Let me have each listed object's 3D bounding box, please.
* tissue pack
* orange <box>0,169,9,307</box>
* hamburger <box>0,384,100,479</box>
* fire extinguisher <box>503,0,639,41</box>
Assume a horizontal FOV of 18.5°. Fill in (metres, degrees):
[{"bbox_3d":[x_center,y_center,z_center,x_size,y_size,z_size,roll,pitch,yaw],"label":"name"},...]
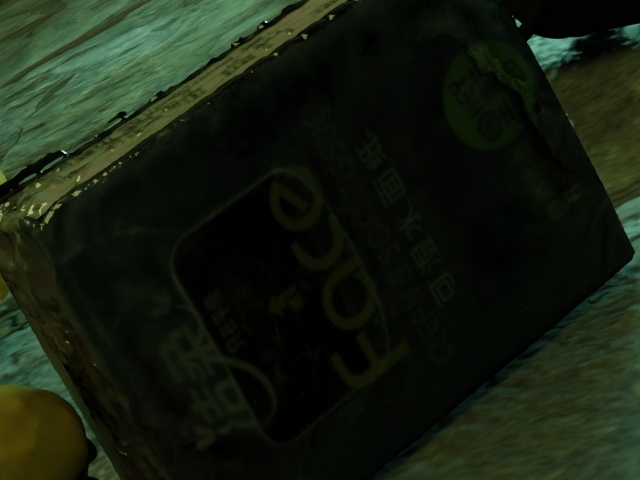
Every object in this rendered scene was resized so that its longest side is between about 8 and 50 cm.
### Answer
[{"bbox_3d":[0.000,0.000,0.796,0.235,0.173,0.073,-36,18,-25],"label":"tissue pack"},{"bbox_3d":[-0.279,0.001,1.218,0.193,0.193,0.161,-23,-10,16],"label":"orange"},{"bbox_3d":[-0.143,0.128,0.747,0.162,0.115,0.162,-27,19,10],"label":"hamburger"},{"bbox_3d":[0.200,-0.189,1.111,0.341,0.105,0.141,-6,65,49],"label":"fire extinguisher"}]
